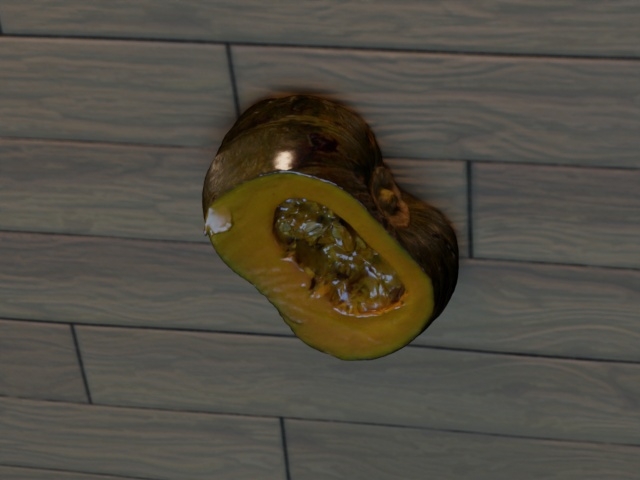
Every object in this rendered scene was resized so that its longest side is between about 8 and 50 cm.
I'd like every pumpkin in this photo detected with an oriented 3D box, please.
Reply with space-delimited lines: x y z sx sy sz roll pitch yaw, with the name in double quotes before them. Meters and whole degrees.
"pumpkin" 0.000 0.000 1.849 0.222 0.139 0.317 -28 123 29
